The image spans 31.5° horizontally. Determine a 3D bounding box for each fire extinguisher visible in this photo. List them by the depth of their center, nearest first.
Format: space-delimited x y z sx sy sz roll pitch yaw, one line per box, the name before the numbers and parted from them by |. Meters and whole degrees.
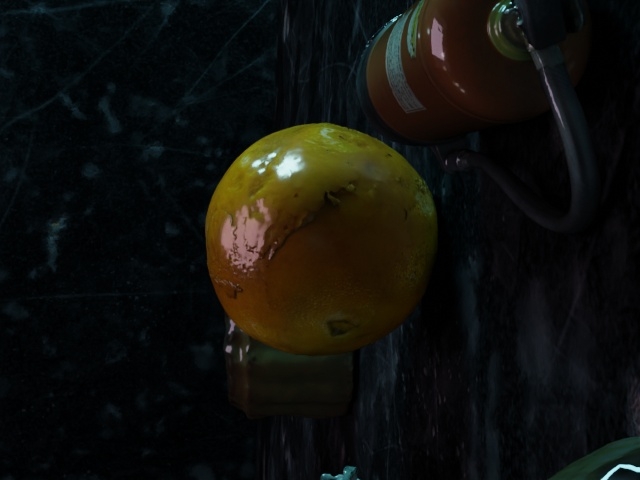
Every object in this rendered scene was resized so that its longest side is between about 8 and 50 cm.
fire extinguisher | 0.130 -0.111 0.820 0.200 0.113 0.376 48 175 -4

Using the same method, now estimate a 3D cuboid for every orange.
orange | 0.000 0.000 1.143 0.240 0.240 0.240 -179 90 -82

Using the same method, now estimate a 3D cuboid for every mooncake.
mooncake | -0.054 0.112 1.705 0.324 0.187 0.324 180 90 -84

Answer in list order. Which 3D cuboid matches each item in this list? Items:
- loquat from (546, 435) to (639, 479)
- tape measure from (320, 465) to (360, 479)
loquat | 0.134 0.169 0.434 0.227 0.179 0.179 98 170 -62
tape measure | 0.038 0.355 1.373 0.330 0.084 0.164 124 144 -78
